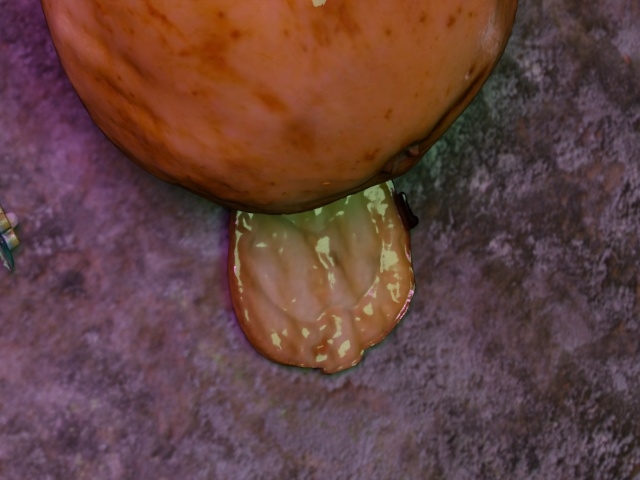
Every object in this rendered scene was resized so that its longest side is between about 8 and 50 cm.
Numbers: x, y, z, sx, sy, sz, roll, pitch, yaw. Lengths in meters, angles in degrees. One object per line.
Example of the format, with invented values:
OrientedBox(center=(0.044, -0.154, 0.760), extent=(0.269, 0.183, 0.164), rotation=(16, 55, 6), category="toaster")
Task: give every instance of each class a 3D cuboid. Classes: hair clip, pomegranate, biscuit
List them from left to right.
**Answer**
OrientedBox(center=(-0.289, -0.052, 1.198), extent=(0.049, 0.049, 0.173), rotation=(-37, 110, -22), category="hair clip")
OrientedBox(center=(-0.050, -0.225, 1.156), extent=(0.410, 0.410, 0.410), rotation=(-3, 96, -29), category="pomegranate")
OrientedBox(center=(-0.002, -0.001, 1.371), extent=(0.203, 0.041, 0.260), rotation=(-16, 102, -24), category="biscuit")
